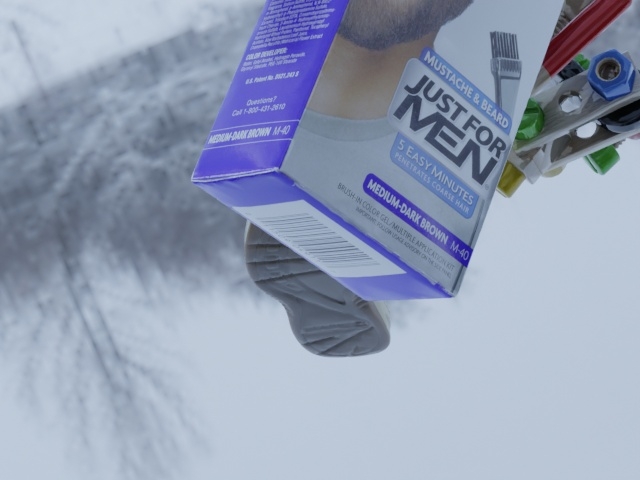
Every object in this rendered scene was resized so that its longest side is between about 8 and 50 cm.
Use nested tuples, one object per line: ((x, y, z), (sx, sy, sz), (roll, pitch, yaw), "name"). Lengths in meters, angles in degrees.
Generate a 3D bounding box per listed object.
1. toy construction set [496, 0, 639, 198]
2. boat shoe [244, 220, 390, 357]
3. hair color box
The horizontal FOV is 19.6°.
((0.137, -0.121, 1.585), (0.237, 0.257, 0.309), (-43, 179, -4), "toy construction set")
((0.000, 0.000, 1.727), (0.122, 0.110, 0.341), (-1, 154, 6), "boat shoe")
((0.061, -0.146, 1.330), (0.110, 0.185, 0.338), (-5, -122, 49), "hair color box")
